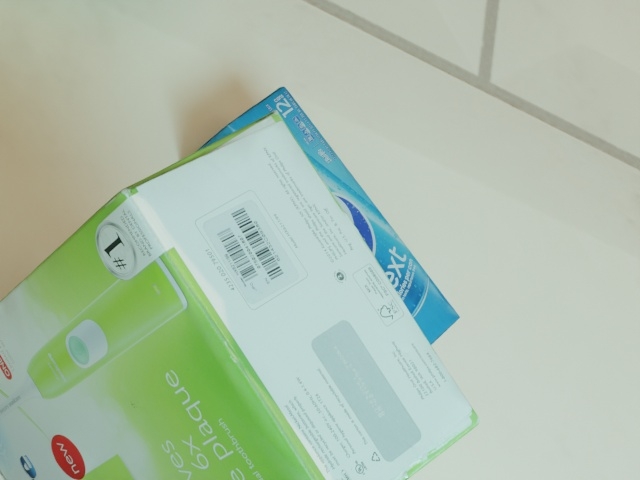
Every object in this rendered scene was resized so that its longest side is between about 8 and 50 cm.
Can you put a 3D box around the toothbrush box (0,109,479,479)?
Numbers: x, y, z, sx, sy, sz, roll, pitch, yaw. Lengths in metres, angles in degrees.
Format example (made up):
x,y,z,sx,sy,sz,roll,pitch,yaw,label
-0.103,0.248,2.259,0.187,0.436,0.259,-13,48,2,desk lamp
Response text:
x,y,z,sx,sy,sz,roll,pitch,yaw,label
-0.078,0.087,0.988,0.122,0.283,0.206,-31,88,-38,toothbrush box

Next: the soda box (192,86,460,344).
x,y,z,sx,sy,sz,roll,pitch,yaw,label
0.000,0.000,1.218,0.210,0.071,0.067,52,50,-2,soda box
